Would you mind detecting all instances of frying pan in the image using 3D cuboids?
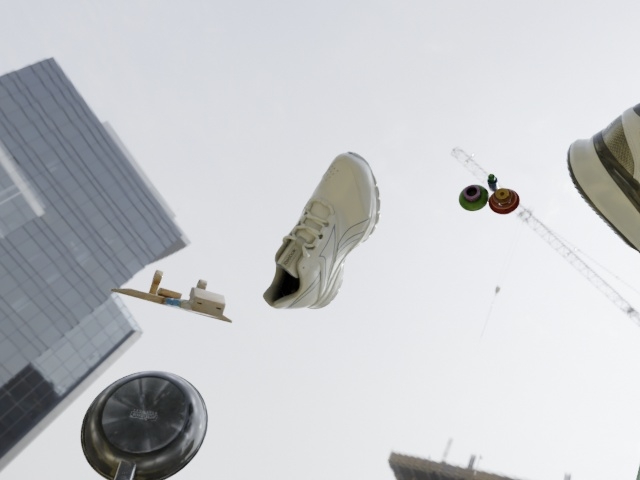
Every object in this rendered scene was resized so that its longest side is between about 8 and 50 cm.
[{"bbox_3d":[-0.311,0.327,0.785,0.197,0.326,0.053,26,-46,12],"label":"frying pan"}]

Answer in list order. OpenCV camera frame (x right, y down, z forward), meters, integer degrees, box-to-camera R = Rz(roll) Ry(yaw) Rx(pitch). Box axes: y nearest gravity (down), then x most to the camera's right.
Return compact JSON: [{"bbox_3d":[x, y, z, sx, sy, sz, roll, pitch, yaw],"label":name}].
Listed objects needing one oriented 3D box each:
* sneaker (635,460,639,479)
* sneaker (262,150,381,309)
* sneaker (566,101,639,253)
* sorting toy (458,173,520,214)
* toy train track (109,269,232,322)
[{"bbox_3d":[0.311,0.280,0.518,0.256,0.151,0.094,-20,-43,40],"label":"sneaker"},{"bbox_3d":[0.000,0.000,0.818,0.111,0.129,0.296,34,-63,30],"label":"sneaker"},{"bbox_3d":[0.563,-0.022,0.650,0.447,0.169,0.257,45,-44,-4],"label":"sneaker"},{"bbox_3d":[0.274,-0.078,0.840,0.102,0.061,0.042,14,-19,32],"label":"sorting toy"},{"bbox_3d":[-0.049,0.019,0.189,0.048,0.014,0.083,20,-12,-23],"label":"toy train track"}]
